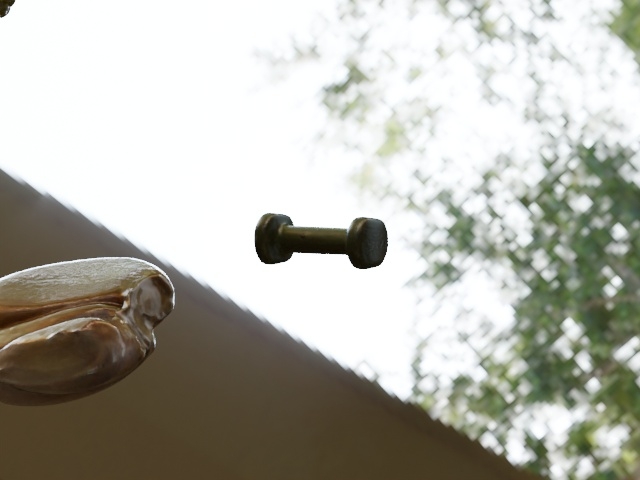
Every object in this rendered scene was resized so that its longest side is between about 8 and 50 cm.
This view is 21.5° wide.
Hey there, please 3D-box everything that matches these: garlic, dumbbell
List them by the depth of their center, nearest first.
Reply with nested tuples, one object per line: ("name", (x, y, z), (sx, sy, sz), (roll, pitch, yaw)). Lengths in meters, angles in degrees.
("dumbbell", (0.000, 0.000, 1.441), (0.052, 0.118, 0.046), (-3, -85, -57))
("garlic", (-0.248, 0.090, 1.592), (0.217, 0.228, 0.110), (-52, -45, -58))

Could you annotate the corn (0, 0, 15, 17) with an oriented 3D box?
("corn", (-0.244, -0.325, 1.365), (0.097, 0.320, 0.097), (20, -166, -5))
